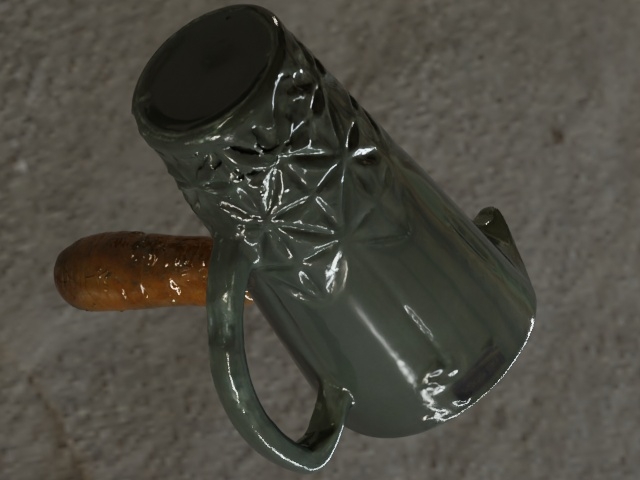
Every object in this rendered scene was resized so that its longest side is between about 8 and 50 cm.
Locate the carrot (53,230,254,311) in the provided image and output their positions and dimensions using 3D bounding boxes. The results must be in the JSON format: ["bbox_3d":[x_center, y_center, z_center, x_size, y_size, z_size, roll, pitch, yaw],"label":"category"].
[{"bbox_3d":[-0.114,0.021,1.283,0.060,0.186,0.060,9,79,-60],"label":"carrot"}]

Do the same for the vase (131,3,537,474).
[{"bbox_3d":[0.000,0.000,1.073,0.301,0.156,0.251,51,59,-43],"label":"vase"}]
